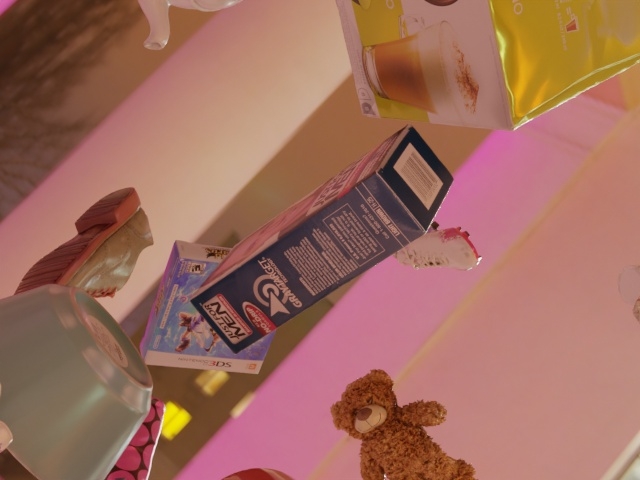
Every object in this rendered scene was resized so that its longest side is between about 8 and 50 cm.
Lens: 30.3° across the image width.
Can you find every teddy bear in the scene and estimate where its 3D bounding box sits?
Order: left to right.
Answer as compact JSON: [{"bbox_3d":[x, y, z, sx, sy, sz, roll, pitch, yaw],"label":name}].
[{"bbox_3d":[0.168,0.430,2.432,0.245,0.113,0.338,-20,-78,30],"label":"teddy bear"}]

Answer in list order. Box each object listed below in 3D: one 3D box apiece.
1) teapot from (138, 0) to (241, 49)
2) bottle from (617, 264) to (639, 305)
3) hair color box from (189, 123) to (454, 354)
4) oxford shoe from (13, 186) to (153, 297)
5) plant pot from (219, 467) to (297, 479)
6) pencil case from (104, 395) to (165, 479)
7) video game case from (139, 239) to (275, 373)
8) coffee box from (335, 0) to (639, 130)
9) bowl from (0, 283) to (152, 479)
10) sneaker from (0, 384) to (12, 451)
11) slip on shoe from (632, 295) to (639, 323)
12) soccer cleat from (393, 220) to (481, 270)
[{"bbox_3d":[-0.150,-0.427,1.716,0.187,0.253,0.256,51,-44,20],"label":"teapot"},{"bbox_3d":[0.620,0.063,1.973,0.092,0.283,0.118,39,-55,50],"label":"bottle"},{"bbox_3d":[0.000,0.000,1.583,0.347,0.174,0.105,-34,-80,30],"label":"hair color box"},{"bbox_3d":[-0.372,0.053,1.930,0.123,0.348,0.130,-9,-60,37],"label":"oxford shoe"},{"bbox_3d":[-0.064,0.445,1.592,0.275,0.275,0.243,50,-4,-25],"label":"plant pot"},{"bbox_3d":[-0.343,0.369,2.111,0.098,0.209,0.095,23,-49,-12],"label":"pencil case"},{"bbox_3d":[-0.198,0.136,2.304,0.244,0.269,0.061,7,34,-24],"label":"video game case"},{"bbox_3d":[0.252,-0.388,1.763,0.334,0.338,0.337,15,-54,52],"label":"coffee box"},{"bbox_3d":[-0.346,0.180,1.613,0.311,0.163,0.311,53,2,-3],"label":"bowl"},{"bbox_3d":[-0.462,0.181,1.383,0.305,0.152,0.114,41,-30,40],"label":"sneaker"},{"bbox_3d":[0.589,0.162,1.715,0.331,0.101,0.123,42,-11,-19],"label":"slip on shoe"},{"bbox_3d":[0.272,0.031,2.887,0.116,0.143,0.331,62,-12,-16],"label":"soccer cleat"}]
